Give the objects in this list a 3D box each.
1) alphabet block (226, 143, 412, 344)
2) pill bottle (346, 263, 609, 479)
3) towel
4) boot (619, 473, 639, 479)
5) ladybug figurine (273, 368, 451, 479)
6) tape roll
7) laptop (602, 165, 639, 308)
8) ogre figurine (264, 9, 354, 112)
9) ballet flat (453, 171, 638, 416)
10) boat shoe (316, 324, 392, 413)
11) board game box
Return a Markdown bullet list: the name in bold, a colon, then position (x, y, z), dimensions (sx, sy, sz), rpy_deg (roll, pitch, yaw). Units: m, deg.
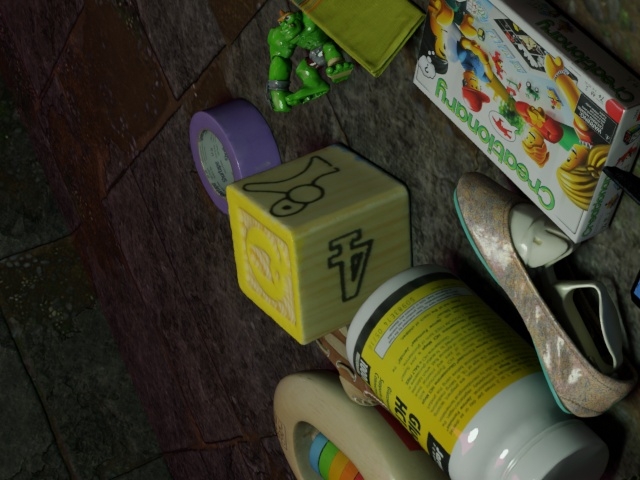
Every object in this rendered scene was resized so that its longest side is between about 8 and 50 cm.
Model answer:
- **alphabet block**: position (0.000, 0.000, 1.671), dimensions (0.192, 0.197, 0.193), rpy_deg (36, 141, 49)
- **pill bottle**: position (0.194, 0.195, 1.453), dimensions (0.334, 0.188, 0.188), rpy_deg (46, 147, 39)
- **towel**: position (0.033, -0.312, 1.495), dimensions (0.102, 0.021, 0.237), rpy_deg (-52, 53, 14)
- **boot**: position (0.289, 0.386, 1.376), dimensions (0.269, 0.236, 0.089), rpy_deg (108, 151, -49)
- **ladybug figurine**: position (0.082, 0.352, 1.833), dimensions (0.449, 0.162, 0.305), rpy_deg (39, 143, 45)
- **tape roll**: position (-0.146, -0.142, 1.984), dimensions (0.189, 0.080, 0.189), rpy_deg (43, 145, 40)
- **laptop**: position (0.358, 0.071, 1.089), dimensions (0.136, 0.264, 0.234), rpy_deg (-53, 56, 19)
- **ogre figurine**: position (-0.010, -0.264, 1.593), dimensions (0.197, 0.097, 0.118), rpy_deg (-35, 71, 58)
- **ballet flat**: position (0.268, 0.046, 1.321), dimensions (0.106, 0.107, 0.316), rpy_deg (-31, 87, 44)
- **boat shoe**: position (0.088, 0.184, 1.719), dimensions (0.324, 0.122, 0.120), rpy_deg (51, 134, 49)
- **board game box**: position (0.221, -0.166, 1.267), dimensions (0.305, 0.053, 0.193), rpy_deg (50, 150, 33)
